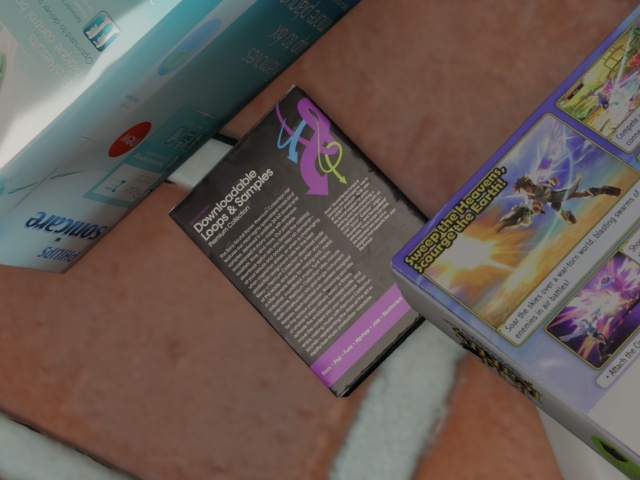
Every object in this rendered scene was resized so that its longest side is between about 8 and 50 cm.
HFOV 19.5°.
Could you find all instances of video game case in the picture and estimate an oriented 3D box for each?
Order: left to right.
[{"bbox_3d":[0.215,-0.004,0.973,0.269,0.061,0.244,-45,58,-10],"label":"video game case"}]

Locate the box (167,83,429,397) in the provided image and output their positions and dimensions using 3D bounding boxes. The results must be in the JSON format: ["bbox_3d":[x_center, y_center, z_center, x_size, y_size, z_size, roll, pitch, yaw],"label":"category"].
[{"bbox_3d":[0.000,0.000,1.150,0.116,0.029,0.162,-44,79,6],"label":"box"}]

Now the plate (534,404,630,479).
[{"bbox_3d":[0.274,0.127,1.002,0.278,0.045,0.277,-19,91,8],"label":"plate"}]

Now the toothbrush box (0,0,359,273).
[{"bbox_3d":[-0.124,-0.125,1.093,0.295,0.216,0.126,-41,78,7],"label":"toothbrush box"}]
